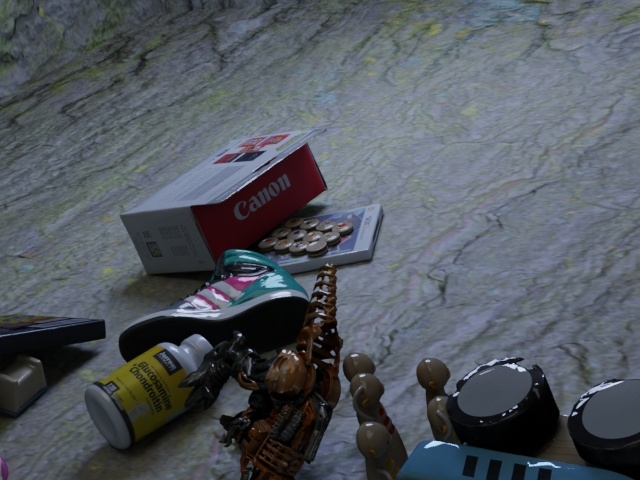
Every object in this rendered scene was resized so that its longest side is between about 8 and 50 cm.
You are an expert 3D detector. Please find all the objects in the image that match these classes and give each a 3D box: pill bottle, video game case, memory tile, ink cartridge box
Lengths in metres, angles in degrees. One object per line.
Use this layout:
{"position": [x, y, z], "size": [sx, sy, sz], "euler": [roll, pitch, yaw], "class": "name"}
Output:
{"position": [-0.234, 0.209, 1.950], "size": [0.184, 0.103, 0.103], "euler": [-31, 27, -28], "class": "pill bottle"}
{"position": [0.000, 0.000, 2.352], "size": [0.201, 0.023, 0.183], "euler": [-11, 24, 15], "class": "video game case"}
{"position": [-0.026, -0.008, 2.342], "size": [0.148, 0.012, 0.113], "euler": [6, 32, 41], "class": "memory tile"}
{"position": [-0.529, 0.155, 2.213], "size": [0.248, 0.035, 0.275], "euler": [0, 5, 43], "class": "video game case"}
{"position": [-0.147, -0.071, 2.440], "size": [0.272, 0.130, 0.309], "euler": [-4, 25, 46], "class": "ink cartridge box"}

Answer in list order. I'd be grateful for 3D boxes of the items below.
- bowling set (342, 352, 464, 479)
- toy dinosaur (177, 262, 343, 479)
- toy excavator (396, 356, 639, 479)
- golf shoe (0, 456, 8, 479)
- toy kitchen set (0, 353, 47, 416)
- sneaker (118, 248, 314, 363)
{"position": [0.132, 0.206, 1.638], "size": [0.200, 0.154, 0.287], "euler": [-18, 24, -1], "class": "bowling set"}
{"position": [-0.038, 0.194, 1.727], "size": [0.322, 0.164, 0.218], "euler": [-50, 25, -25], "class": "toy dinosaur"}
{"position": [0.121, 0.337, 1.324], "size": [0.433, 0.222, 0.445], "euler": [2, 39, 41], "class": "toy excavator"}
{"position": [-0.565, 0.347, 1.832], "size": [0.306, 0.140, 0.115], "euler": [-28, 24, -27], "class": "golf shoe"}
{"position": [-0.556, 0.242, 2.134], "size": [0.207, 0.122, 0.166], "euler": [18, 36, 22], "class": "toy kitchen set"}
{"position": [-0.167, 0.099, 2.115], "size": [0.295, 0.124, 0.178], "euler": [-11, 28, -5], "class": "sneaker"}
